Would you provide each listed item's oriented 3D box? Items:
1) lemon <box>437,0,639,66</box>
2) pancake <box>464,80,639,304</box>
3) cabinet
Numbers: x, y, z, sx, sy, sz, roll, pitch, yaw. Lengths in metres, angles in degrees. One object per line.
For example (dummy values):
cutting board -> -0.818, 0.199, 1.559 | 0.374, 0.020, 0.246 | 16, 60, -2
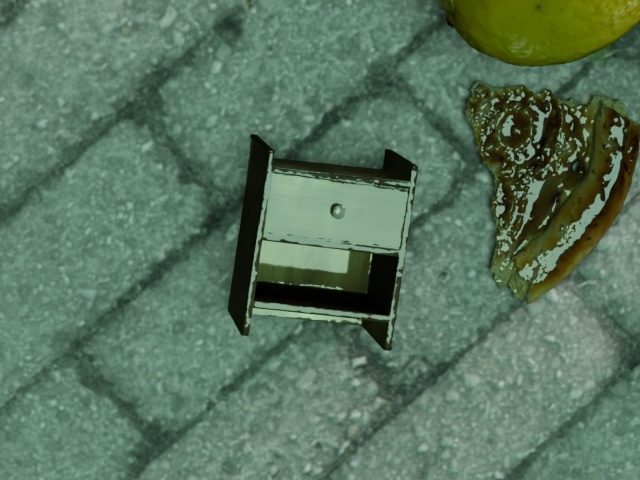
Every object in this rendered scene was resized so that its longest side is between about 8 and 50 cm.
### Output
lemon -> 0.257, -0.309, 1.692 | 0.263, 0.236, 0.236 | 3, 100, -9
pancake -> 0.254, -0.083, 1.824 | 0.244, 0.057, 0.266 | 40, 93, -14
cabinet -> 0.000, 0.000, 1.747 | 0.175, 0.148, 0.215 | 7, 99, -12
